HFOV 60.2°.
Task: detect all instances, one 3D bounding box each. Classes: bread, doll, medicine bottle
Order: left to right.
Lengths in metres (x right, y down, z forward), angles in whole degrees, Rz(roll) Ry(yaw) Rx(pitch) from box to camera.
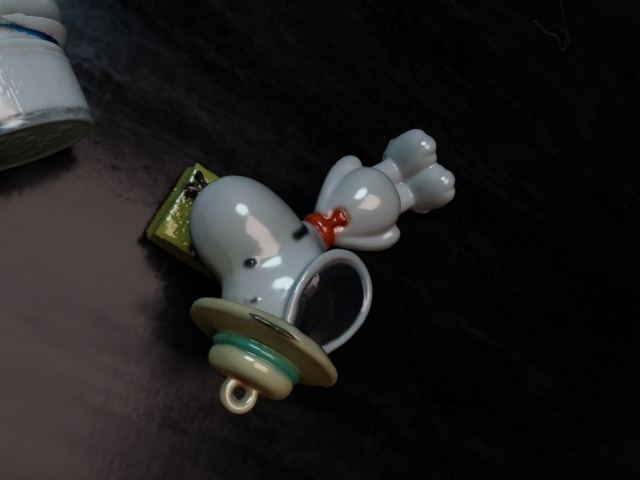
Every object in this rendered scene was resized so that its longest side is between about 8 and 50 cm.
[{"bbox_3d":[-0.278,-0.187,0.407,0.143,0.143,0.258,-25,95,-29],"label":"medicine bottle"},{"bbox_3d":[-0.058,0.021,0.560,0.226,0.049,0.088,35,69,-22],"label":"bread"},{"bbox_3d":[0.015,0.014,0.493,0.271,0.144,0.208,-13,82,-26],"label":"doll"}]
